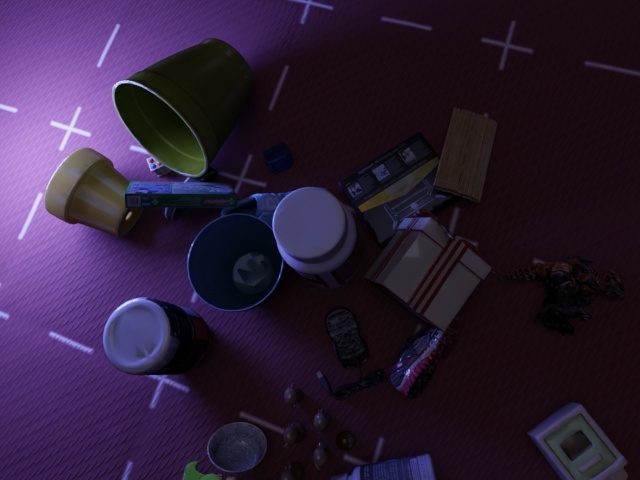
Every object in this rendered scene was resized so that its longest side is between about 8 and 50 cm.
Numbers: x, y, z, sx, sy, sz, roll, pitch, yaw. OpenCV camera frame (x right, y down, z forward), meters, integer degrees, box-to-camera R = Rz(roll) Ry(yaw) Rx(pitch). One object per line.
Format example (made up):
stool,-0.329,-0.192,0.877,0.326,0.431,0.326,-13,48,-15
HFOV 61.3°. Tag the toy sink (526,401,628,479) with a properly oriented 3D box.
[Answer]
toy sink,0.687,0.568,1.414,0.152,0.131,0.234,-35,74,0

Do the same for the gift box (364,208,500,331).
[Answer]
gift box,0.312,0.081,1.503,0.255,0.276,0.258,37,85,-13

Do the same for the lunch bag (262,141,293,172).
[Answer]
lunch bag,-0.142,-0.270,1.796,0.098,0.065,0.067,-26,53,0

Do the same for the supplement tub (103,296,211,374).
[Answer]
supplement tub,-0.453,0.285,1.567,0.207,0.338,0.207,-2,76,9

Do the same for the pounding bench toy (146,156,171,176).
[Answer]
pounding bench toy,-0.544,-0.268,1.863,0.083,0.065,0.052,-26,73,2

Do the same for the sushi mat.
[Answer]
sushi mat,0.451,-0.270,1.666,0.151,0.019,0.317,19,65,1

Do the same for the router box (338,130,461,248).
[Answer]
router box,0.250,-0.158,1.694,0.308,0.081,0.243,-32,74,1

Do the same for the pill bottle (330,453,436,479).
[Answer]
pill bottle,0.176,0.682,1.456,0.283,0.161,0.161,-12,74,6

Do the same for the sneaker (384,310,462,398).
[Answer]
sneaker,0.301,0.301,1.557,0.112,0.121,0.299,32,77,38

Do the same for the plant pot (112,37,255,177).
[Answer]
plant pot,-0.402,-0.457,1.743,0.366,0.367,0.353,29,62,15

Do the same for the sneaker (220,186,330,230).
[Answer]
sneaker,-0.141,-0.094,1.708,0.365,0.150,0.135,-17,75,5

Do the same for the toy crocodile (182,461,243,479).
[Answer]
toy crocodile,-0.243,0.729,1.550,0.340,0.105,0.115,9,119,11

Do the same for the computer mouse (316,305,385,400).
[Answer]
computer mouse,0.060,0.340,1.617,0.184,0.060,0.262,-28,85,-3

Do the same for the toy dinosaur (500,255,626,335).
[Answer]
toy dinosaur,0.689,0.138,1.539,0.321,0.164,0.219,-1,60,28

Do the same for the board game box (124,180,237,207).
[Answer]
board game box,-0.426,-0.143,1.663,0.317,0.213,0.046,-1,104,-14

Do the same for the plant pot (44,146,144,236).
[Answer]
plant pot,-0.723,-0.139,1.780,0.238,0.254,0.254,31,83,0

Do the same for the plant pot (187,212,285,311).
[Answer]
plant pot,-0.232,0.083,1.655,0.290,0.195,0.291,-2,76,9

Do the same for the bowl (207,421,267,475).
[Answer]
bowl,-0.240,0.621,1.568,0.170,0.170,0.080,12,122,12

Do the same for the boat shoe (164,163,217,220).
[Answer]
boat shoe,-0.432,-0.157,1.808,0.068,0.081,0.228,30,80,19

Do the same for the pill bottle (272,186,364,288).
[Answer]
pill bottle,0.000,0.000,1.534,0.223,0.392,0.224,-2,76,9

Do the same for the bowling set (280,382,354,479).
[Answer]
bowling set,-0.010,0.548,1.524,0.199,0.154,0.287,-5,76,8
